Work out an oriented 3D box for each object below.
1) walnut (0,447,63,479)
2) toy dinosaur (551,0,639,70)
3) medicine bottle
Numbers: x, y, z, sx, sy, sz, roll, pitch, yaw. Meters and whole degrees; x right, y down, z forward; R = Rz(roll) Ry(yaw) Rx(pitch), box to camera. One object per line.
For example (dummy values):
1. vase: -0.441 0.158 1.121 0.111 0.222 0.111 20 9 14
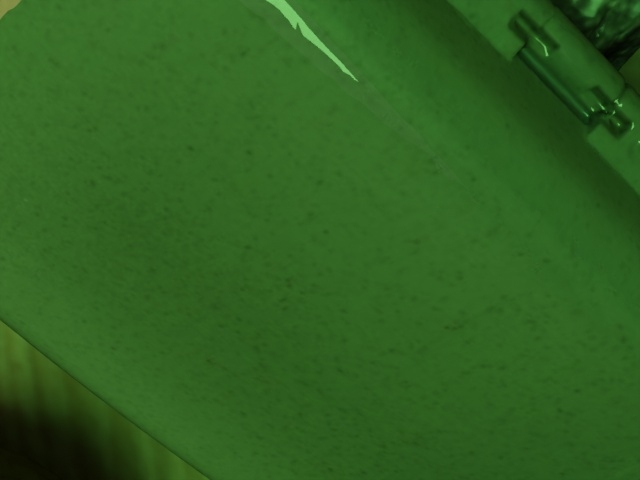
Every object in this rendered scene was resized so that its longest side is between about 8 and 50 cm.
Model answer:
1. walnut: -0.189 0.222 0.687 0.225 0.225 0.261 -5 113 10
2. toy dinosaur: 0.085 -0.120 0.563 0.294 0.077 0.162 17 122 6
3. medicine bottle: 0.000 0.000 0.559 0.375 0.123 0.282 40 132 -22
